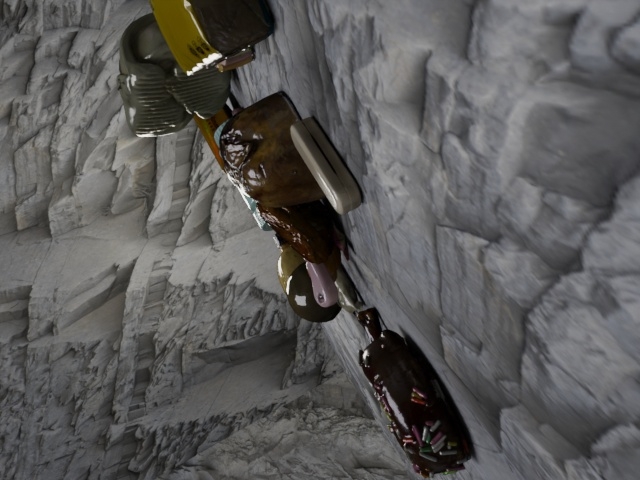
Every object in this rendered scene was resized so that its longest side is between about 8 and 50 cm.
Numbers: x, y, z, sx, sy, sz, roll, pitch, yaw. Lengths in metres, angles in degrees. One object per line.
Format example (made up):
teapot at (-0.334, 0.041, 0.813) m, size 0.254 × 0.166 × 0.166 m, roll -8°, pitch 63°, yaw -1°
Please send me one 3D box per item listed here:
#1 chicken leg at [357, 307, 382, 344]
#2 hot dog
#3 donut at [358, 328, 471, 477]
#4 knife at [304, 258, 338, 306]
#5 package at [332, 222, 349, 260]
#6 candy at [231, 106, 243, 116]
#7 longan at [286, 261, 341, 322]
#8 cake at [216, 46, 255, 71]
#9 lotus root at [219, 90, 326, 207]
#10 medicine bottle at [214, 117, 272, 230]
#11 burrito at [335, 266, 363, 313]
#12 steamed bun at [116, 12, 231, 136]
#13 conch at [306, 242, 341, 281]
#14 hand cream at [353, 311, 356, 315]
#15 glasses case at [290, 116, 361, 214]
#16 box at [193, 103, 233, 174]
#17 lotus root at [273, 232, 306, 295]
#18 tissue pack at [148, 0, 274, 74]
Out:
chicken leg at (0.196, 0.363, 1.613) m, size 0.158 × 0.096 × 0.407 m, roll -73°, pitch -40°, yaw -73°
hot dog at (-0.049, -0.042, 1.483) m, size 0.227 × 0.099 × 0.160 m, roll 45°, pitch -146°, yaw -15°
donut at (0.214, 0.389, 1.383) m, size 0.345 × 0.136 × 0.259 m, roll 64°, pitch 176°, yaw -30°
knife at (-0.039, 0.011, 1.581) m, size 0.081 × 0.043 × 0.335 m, roll -40°, pitch 68°, yaw 55°
package at (0.049, 0.004, 1.480) m, size 0.059 × 0.029 × 0.083 m, roll 63°, pitch -174°, yaw -58°
candy at (-0.262, -0.401, 2.114) m, size 0.103 × 0.043 × 0.103 m, roll 62°, pitch 174°, yaw 12°
longan at (-0.014, 0.157, 1.907) m, size 0.198 × 0.198 × 0.212 m, roll 61°, pitch -173°, yaw 6°
cake at (-0.199, -0.442, 1.309) m, size 0.225 × 0.090 × 0.109 m, roll 127°, pitch 118°, yaw -82°
lotus root at (-0.109, -0.182, 1.351) m, size 0.272 × 0.192 × 0.272 m, roll 158°, pitch 90°, yaw -80°
medicine bottle at (-0.174, -0.199, 1.785) m, size 0.318 × 0.158 × 0.158 m, roll 60°, pitch 173°, yaw 14°
burrito at (0.048, 0.112, 1.783) m, size 0.226 × 0.060 × 0.087 m, roll 60°, pitch 168°, yaw 20°
steamed bun at (-0.439, -0.507, 1.821) m, size 0.255 × 0.343 × 0.367 m, roll 63°, pitch 156°, yaw 19°
conch at (0.005, 0.000, 1.619) m, size 0.109 × 0.093 × 0.330 m, roll -90°, pitch -3°, yaw -67°
hand cream at (0.082, 0.209, 2.061) m, size 0.062 × 0.039 × 0.163 m, roll 65°, pitch 167°, yaw -11°
glasses case at (0.008, -0.137, 1.136) m, size 0.196 × 0.050 × 0.083 m, roll 59°, pitch 170°, yaw 21°
box at (-0.332, -0.367, 2.246) m, size 0.415 × 0.116 × 0.264 m, roll 60°, pitch -173°, yaw 30°
lotus root at (-0.082, 0.103, 2.280) m, size 0.310 × 0.183 × 0.183 m, roll 62°, pitch 173°, yaw 14°
tissue pack at (-0.209, -0.415, 1.119) m, size 0.192 × 0.134 × 0.271 m, roll 65°, pitch 161°, yaw -16°
